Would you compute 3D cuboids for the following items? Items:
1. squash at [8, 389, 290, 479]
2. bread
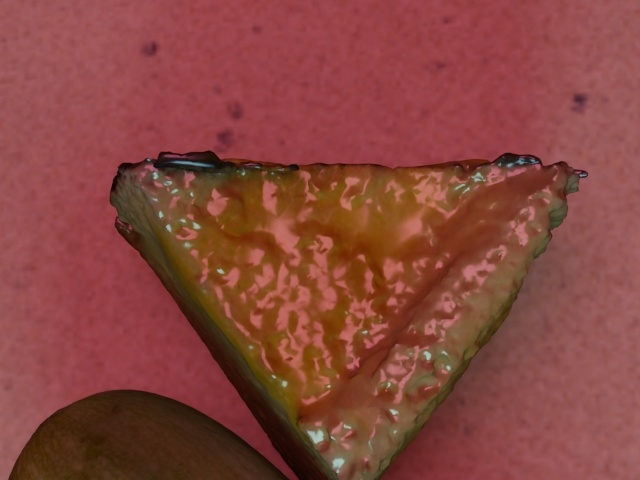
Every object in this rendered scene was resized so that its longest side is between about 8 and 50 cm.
[{"bbox_3d":[0.016,0.202,0.710,0.370,0.118,0.118,43,83,11],"label":"squash"},{"bbox_3d":[0.000,0.000,0.751,0.160,0.140,0.169,38,78,3],"label":"bread"}]
